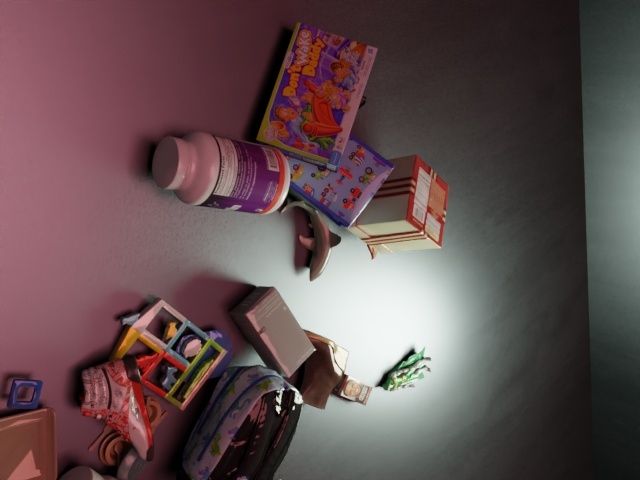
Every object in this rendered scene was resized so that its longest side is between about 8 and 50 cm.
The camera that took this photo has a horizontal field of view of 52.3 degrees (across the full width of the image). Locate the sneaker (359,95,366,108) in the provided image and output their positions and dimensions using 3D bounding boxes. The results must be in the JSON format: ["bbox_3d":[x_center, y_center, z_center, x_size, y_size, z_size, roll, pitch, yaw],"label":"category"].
[{"bbox_3d":[0.061,-0.367,1.908,0.087,0.130,0.228,2,99,-41],"label":"sneaker"}]

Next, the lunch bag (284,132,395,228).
[{"bbox_3d":[0.021,-0.210,1.848,0.293,0.138,0.221,38,86,-11],"label":"lunch bag"}]

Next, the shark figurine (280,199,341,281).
[{"bbox_3d":[0.005,-0.029,1.933,0.166,0.116,0.278,-38,123,-33],"label":"shark figurine"}]

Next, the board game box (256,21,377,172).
[{"bbox_3d":[-0.009,-0.388,1.778,0.233,0.078,0.347,18,84,0],"label":"board game box"}]

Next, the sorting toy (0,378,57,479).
[{"bbox_3d":[-0.685,0.468,1.430,0.196,0.047,0.348,-4,101,-39],"label":"sorting toy"}]

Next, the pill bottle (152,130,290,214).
[{"bbox_3d":[-0.245,-0.168,1.624,0.323,0.181,0.182,6,94,-43],"label":"pill bottle"}]

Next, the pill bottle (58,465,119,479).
[{"bbox_3d":[-0.503,0.664,1.555,0.160,0.160,0.283,-52,128,-23],"label":"pill bottle"}]

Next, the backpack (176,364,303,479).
[{"bbox_3d":[-0.202,0.516,1.767,0.290,0.273,0.355,23,106,-42],"label":"backpack"}]

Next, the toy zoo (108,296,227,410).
[{"bbox_3d":[-0.395,0.277,1.649,0.293,0.030,0.192,45,73,-32],"label":"toy zoo"}]

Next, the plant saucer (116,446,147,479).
[{"bbox_3d":[-0.461,0.556,1.630,0.119,0.021,0.119,-54,159,-32],"label":"plant saucer"}]

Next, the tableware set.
[{"bbox_3d":[-0.469,0.481,1.635,0.194,0.039,0.128,-52,128,-22],"label":"tableware set"}]

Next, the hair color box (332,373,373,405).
[{"bbox_3d":[0.108,0.495,2.173,0.141,0.043,0.072,32,77,-41],"label":"hair color box"}]

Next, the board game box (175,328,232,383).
[{"bbox_3d":[-0.318,0.306,1.748,0.168,0.033,0.133,-7,103,-34],"label":"board game box"}]

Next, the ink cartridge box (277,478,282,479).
[{"bbox_3d":[-0.094,0.824,1.947,0.082,0.190,0.140,-9,104,-40],"label":"ink cartridge box"}]

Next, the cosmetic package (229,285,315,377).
[{"bbox_3d":[-0.134,0.256,1.840,0.127,0.107,0.238,-45,112,-29],"label":"cosmetic package"}]

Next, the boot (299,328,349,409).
[{"bbox_3d":[-0.022,0.397,2.002,0.248,0.090,0.207,36,75,-39],"label":"boot"}]

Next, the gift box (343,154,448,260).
[{"bbox_3d":[0.215,-0.091,2.010,0.255,0.258,0.276,38,58,-42],"label":"gift box"}]

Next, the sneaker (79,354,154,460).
[{"bbox_3d":[-0.487,0.414,1.553,0.145,0.090,0.270,-12,104,-18],"label":"sneaker"}]

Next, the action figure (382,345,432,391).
[{"bbox_3d":[0.309,0.486,2.351,0.232,0.063,0.137,-20,115,-35],"label":"action figure"}]
